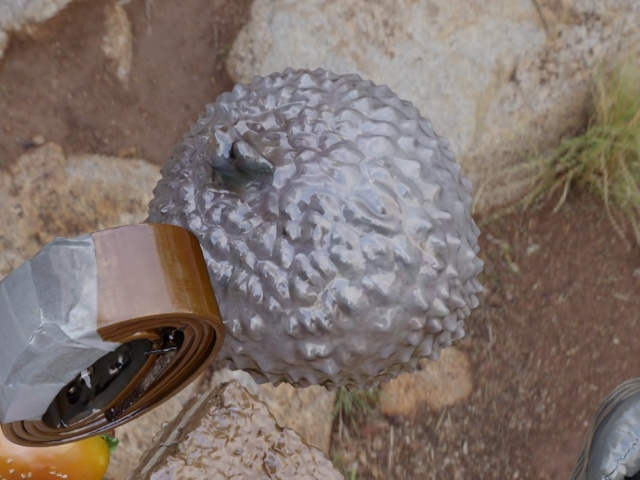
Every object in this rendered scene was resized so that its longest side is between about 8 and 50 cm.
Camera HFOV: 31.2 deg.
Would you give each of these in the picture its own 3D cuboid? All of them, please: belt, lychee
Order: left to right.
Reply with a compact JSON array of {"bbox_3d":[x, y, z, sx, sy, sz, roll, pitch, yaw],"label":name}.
[{"bbox_3d":[-0.197,0.087,1.004,0.184,0.261,0.105,0,60,-36],"label":"belt"},{"bbox_3d":[0.000,0.000,1.314,0.380,0.432,0.381,-16,53,22],"label":"lychee"}]

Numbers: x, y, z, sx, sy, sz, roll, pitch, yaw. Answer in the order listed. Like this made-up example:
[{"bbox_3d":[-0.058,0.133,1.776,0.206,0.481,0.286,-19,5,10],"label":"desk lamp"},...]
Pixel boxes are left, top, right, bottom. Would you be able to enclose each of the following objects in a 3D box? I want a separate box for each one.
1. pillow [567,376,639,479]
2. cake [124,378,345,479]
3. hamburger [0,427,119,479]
[{"bbox_3d":[0.190,0.255,0.808,0.101,0.228,0.326,24,90,11],"label":"pillow"},{"bbox_3d":[-0.155,0.402,1.768,0.282,0.290,0.256,41,63,-5],"label":"cake"},{"bbox_3d":[-0.395,0.265,1.542,0.246,0.246,0.170,3,65,7],"label":"hamburger"}]
